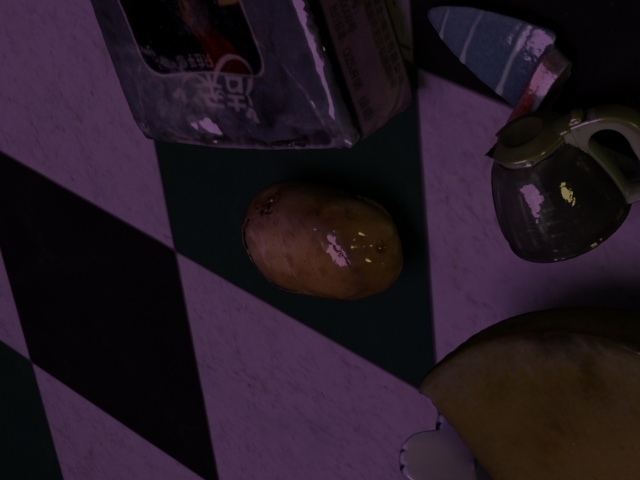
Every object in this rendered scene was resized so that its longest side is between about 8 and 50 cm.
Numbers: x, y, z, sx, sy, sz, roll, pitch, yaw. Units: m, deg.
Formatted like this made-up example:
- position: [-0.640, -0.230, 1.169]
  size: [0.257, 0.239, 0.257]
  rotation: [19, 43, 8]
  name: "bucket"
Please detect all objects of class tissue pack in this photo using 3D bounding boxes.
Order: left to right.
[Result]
- position: [-0.085, -0.248, 1.267]
  size: [0.259, 0.122, 0.361]
  rotation: [9, 125, 45]
  name: "tissue pack"

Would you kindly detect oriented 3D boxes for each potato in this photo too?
- position: [0.000, 0.000, 1.425]
  size: [0.170, 0.080, 0.107]
  rotation: [7, 133, 54]
  name: "potato"
- position: [0.240, 0.138, 1.218]
  size: [0.269, 0.112, 0.255]
  rotation: [49, 144, 2]
  name: "potato"

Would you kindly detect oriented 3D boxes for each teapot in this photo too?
- position: [0.171, -0.052, 1.152]
  size: [0.091, 0.124, 0.092]
  rotation: [58, -177, -31]
  name: "teapot"

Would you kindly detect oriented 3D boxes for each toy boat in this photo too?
- position: [0.119, -0.137, 1.185]
  size: [0.122, 0.034, 0.096]
  rotation: [45, 141, 18]
  name: "toy boat"

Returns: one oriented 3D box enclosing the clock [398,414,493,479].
- position: [0.129, 0.266, 1.447]
  size: [0.189, 0.189, 0.254]
  rotation: [47, 155, 11]
  name: "clock"
